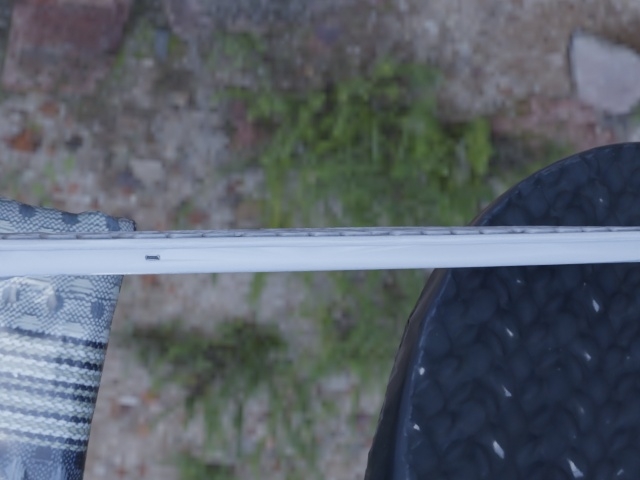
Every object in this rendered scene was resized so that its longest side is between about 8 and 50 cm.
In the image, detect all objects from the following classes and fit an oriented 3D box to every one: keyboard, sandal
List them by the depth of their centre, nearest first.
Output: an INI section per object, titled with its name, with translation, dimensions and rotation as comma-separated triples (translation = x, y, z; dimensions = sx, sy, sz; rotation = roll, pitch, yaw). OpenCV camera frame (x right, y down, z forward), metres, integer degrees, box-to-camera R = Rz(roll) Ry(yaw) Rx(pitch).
[keyboard]
translation = 0.000, 0.000, 0.611
dimensions = 0.256, 0.014, 0.072
rotation = -1, -174, -29
[sandal]
translation = 0.061, 0.154, 0.741
dimensions = 0.167, 0.446, 0.107
rotation = 30, 155, -17

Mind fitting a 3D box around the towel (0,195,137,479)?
[towel]
translation = -0.260, 0.105, 0.732
dimensions = 0.324, 0.312, 0.056
rotation = 13, 174, -6
